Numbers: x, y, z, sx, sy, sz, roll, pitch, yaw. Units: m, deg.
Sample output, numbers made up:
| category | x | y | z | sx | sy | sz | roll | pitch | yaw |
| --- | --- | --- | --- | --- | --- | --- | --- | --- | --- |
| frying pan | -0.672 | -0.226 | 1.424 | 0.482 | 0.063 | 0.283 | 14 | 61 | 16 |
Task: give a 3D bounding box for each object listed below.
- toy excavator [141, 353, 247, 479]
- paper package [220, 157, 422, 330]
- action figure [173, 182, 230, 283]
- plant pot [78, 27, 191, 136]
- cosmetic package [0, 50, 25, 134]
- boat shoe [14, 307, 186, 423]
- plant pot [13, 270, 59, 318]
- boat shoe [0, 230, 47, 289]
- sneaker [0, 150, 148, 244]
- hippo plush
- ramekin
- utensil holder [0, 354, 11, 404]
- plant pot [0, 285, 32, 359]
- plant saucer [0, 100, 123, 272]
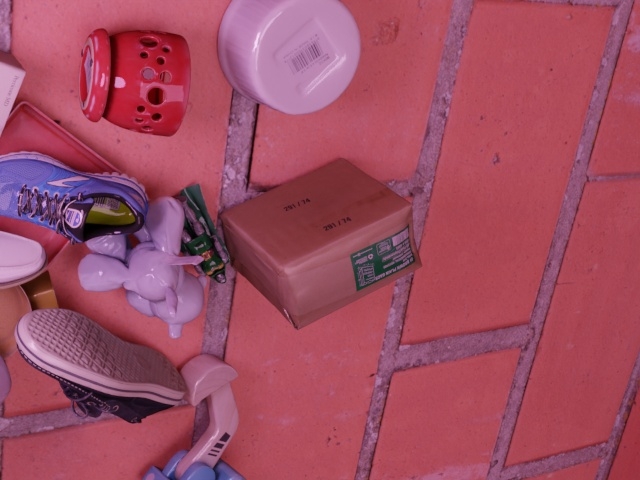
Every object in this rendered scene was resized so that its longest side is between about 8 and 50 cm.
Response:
| category | x | y | z | sx | sy | sz | roll | pitch | yaw |
| --- | --- | --- | --- | --- | --- | --- | --- | --- | --- |
| toy excavator | -0.277 | 0.540 | 2.247 | 0.445 | 0.222 | 0.433 | -53 | 130 | -14 |
| paper package | 0.000 | 0.000 | 2.029 | 0.325 | 0.309 | 0.168 | -26 | 126 | -19 |
| action figure | -0.259 | 0.006 | 2.030 | 0.137 | 0.063 | 0.232 | -30 | 124 | 0 |
| plant pot | -0.346 | -0.292 | 1.743 | 0.174 | 0.191 | 0.191 | 2 | 114 | -24 |
| cosmetic package | -0.677 | -0.279 | 1.590 | 0.309 | 0.113 | 0.160 | 16 | 106 | -35 |
| boat shoe | -0.456 | 0.273 | 1.927 | 0.156 | 0.187 | 0.500 | -37 | 152 | 6 |
| plant pot | -0.569 | 0.122 | 1.895 | 0.083 | 0.081 | 0.081 | -16 | 122 | -16 |
| boat shoe | -0.648 | 0.015 | 1.712 | 0.302 | 0.113 | 0.103 | 2 | 139 | -14 |
| sneaker | -0.471 | -0.074 | 1.731 | 0.330 | 0.147 | 0.130 | 5 | 112 | -21 |
| hippo plush | -0.313 | 0.055 | 1.929 | 0.234 | 0.294 | 0.236 | -66 | 152 | -17 |
| ramekin | -0.054 | -0.385 | 1.900 | 0.277 | 0.135 | 0.277 | -14 | 121 | -25 |
| utensil holder | -0.791 | 0.314 | 1.684 | 0.385 | 0.327 | 0.327 | -48 | 129 | 5 |
| plant pot | -0.673 | 0.136 | 1.826 | 0.236 | 0.032 | 0.236 | -3 | 116 | -7 |
| plant saucer | -0.550 | -0.102 | 1.805 | 0.259 | 0.048 | 0.258 | -49 | 129 | 1 |
